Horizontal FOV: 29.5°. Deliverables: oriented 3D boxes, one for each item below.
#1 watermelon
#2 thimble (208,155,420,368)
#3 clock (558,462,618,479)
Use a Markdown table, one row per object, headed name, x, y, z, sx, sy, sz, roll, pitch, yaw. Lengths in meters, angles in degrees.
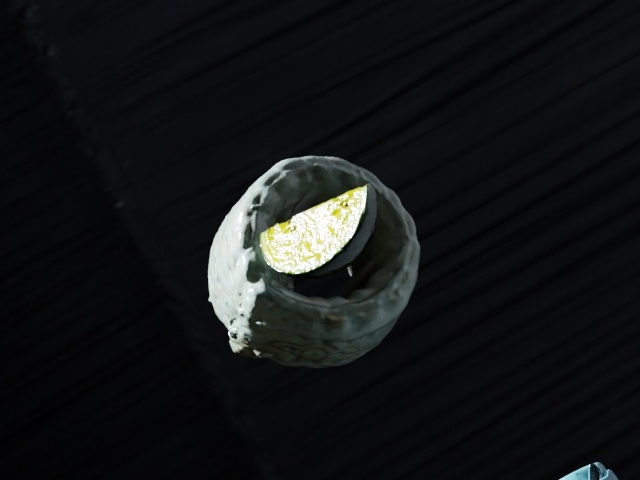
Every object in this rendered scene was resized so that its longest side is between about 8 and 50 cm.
| name | x | y | z | sx | sy | sz | roll | pitch | yaw |
| --- | --- | --- | --- | --- | --- | --- | --- | --- | --- |
| watermelon | -0.003 | 0.006 | 1.552 | 0.092 | 0.181 | 0.075 | 64 | -150 | -8 |
| thimble | -0.017 | 0.037 | 1.739 | 0.291 | 0.291 | 0.195 | 58 | 153 | 15 |
| clock | 0.326 | 0.319 | 1.537 | 0.045 | 0.108 | 0.147 | 62 | 177 | 22 |
